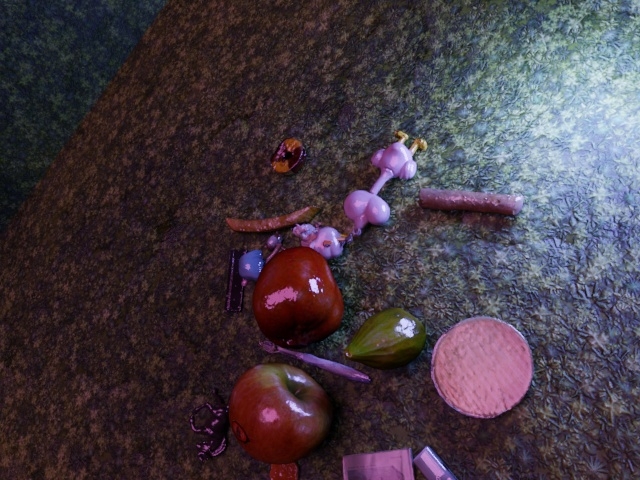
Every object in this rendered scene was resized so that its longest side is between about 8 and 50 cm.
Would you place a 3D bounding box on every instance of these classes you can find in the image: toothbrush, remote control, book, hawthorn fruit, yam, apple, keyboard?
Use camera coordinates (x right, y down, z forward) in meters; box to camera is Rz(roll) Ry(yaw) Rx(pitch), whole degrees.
[{"bbox_3d":[-0.025,0.370,1.616,0.413,0.042,0.035,10,77,32],"label":"toothbrush"},{"bbox_3d":[0.305,0.605,1.320,0.065,0.029,0.166,-48,54,6],"label":"remote control"},{"bbox_3d":[0.161,0.703,1.376,0.215,0.025,0.283,-19,61,24],"label":"book"},{"bbox_3d":[-0.068,0.168,1.569,0.295,0.295,0.311,-5,80,31],"label":"hawthorn fruit"},{"bbox_3d":[0.426,-0.112,1.503,0.299,0.066,0.066,7,76,35],"label":"yam"},{"bbox_3d":[-0.121,0.499,1.488,0.250,0.277,0.309,-63,27,12],"label":"apple"},{"bbox_3d":[-0.302,0.143,1.889,0.072,0.023,0.231,-6,69,23],"label":"keyboard"}]

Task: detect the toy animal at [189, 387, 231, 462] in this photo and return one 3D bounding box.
[{"bbox_3d":[-0.346,0.595,1.716,0.148,0.084,0.233,24,84,24],"label":"toy animal"}]

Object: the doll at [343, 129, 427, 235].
[{"bbox_3d":[0.194,-0.178,1.657,0.160,0.094,0.365,29,89,29],"label":"doll"}]

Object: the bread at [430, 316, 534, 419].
[{"bbox_3d":[0.413,0.325,1.353,0.267,0.040,0.267,-13,65,29],"label":"bread"}]

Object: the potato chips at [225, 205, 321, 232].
[{"bbox_3d":[-0.183,-0.066,1.871,0.407,0.057,0.080,-6,72,30],"label":"potato chips"}]

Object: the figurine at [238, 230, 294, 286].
[{"bbox_3d":[-0.163,0.053,1.786,0.260,0.103,0.205,-15,66,16],"label":"figurine"}]

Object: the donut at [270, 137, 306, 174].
[{"bbox_3d":[-0.113,-0.303,1.919,0.140,0.059,0.140,-12,65,28],"label":"donut"}]

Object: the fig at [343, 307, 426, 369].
[{"bbox_3d":[0.173,0.286,1.433,0.233,0.167,0.167,-34,53,-15],"label":"fig"}]

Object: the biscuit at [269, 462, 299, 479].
[{"bbox_3d":[-0.105,0.699,1.548,0.102,0.019,0.130,-16,64,27],"label":"biscuit"}]

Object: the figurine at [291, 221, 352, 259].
[{"bbox_3d":[0.000,0.000,1.698,0.229,0.137,0.112,25,118,40],"label":"figurine"}]
